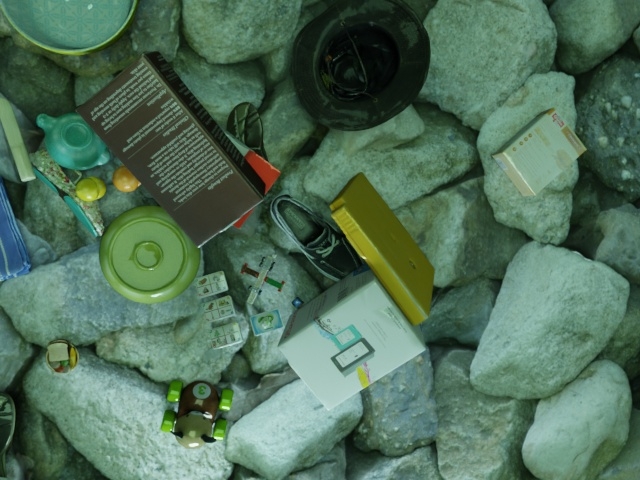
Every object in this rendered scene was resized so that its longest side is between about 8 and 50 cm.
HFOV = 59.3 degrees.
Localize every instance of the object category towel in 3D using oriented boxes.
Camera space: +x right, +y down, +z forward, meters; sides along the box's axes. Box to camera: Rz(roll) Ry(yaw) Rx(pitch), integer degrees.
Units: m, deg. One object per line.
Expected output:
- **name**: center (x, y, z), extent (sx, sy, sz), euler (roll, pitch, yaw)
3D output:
- **towel**: center (-0.863, 0.005, 1.287), extent (0.335, 0.040, 0.243), euler (-17, 94, -7)

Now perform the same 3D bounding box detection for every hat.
- **hat**: center (0.101, -0.417, 1.355), extent (0.331, 0.134, 0.331), euler (1, 95, 11)

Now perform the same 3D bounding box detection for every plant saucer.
- **plant saucer**: center (-0.412, 0.035, 1.352), extent (0.240, 0.037, 0.241), euler (0, 92, -7)

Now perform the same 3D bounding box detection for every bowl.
- **bowl**: center (-0.538, -0.542, 1.249), extent (0.289, 0.156, 0.290), euler (0, 92, -7)

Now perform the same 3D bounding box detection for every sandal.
- **sandal**: center (-0.164, -0.225, 1.366), extent (0.090, 0.060, 0.219), euler (-17, 109, 7)
- **sandal**: center (-0.775, 0.480, 1.303), extent (0.120, 0.086, 0.303), euler (11, 106, -14)

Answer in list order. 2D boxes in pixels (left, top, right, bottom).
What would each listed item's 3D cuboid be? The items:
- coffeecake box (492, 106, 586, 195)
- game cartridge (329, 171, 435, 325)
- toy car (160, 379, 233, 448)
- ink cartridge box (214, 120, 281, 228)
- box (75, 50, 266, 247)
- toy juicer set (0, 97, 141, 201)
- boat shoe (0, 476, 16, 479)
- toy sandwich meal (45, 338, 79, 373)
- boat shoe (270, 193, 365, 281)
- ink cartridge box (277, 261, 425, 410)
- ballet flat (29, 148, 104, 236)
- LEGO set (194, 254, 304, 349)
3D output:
- **coffeecake box**: center (0.567, -0.229, 1.460), extent (0.185, 0.068, 0.142), euler (-41, 97, -4)
- **game cartridge**: center (0.151, 0.007, 1.314), extent (0.052, 0.285, 0.324), euler (-36, 97, 22)
- **toy car**: center (-0.292, 0.420, 1.308), extent (0.155, 0.188, 0.149), euler (12, 91, -8)
- **ink cartridge box**: center (-0.242, -0.159, 1.331), extent (0.232, 0.066, 0.189), euler (38, 106, -4)
- **box**: center (-0.307, -0.196, 1.219), extent (0.191, 0.143, 0.381), euler (-34, 108, 10)
- **toy juicer set**: center (-0.554, -0.191, 1.271), extent (0.328, 0.089, 0.209), euler (4, 82, -22)
- **boat shoe**: center (-0.642, 0.636, 1.291), extent (0.320, 0.103, 0.118), euler (29, 93, -24)
- **toy sandwich meal**: center (-0.617, 0.277, 1.337), extent (0.085, 0.029, 0.086), euler (0, 92, -8)
- **boat shoe**: center (0.000, 0.000, 1.373), extent (0.108, 0.102, 0.301), euler (-45, 98, -4)
- **ink cartridge box**: center (0.073, 0.212, 1.312), extent (0.270, 0.198, 0.197), euler (-35, 98, 13)
- **ballet flat**: center (-0.573, -0.119, 1.303), extent (0.241, 0.091, 0.077), euler (50, 64, -11)
- **LEGO set**: center (-0.168, 0.145, 1.379), extent (0.244, 0.060, 0.183), euler (-18, 83, 6)
